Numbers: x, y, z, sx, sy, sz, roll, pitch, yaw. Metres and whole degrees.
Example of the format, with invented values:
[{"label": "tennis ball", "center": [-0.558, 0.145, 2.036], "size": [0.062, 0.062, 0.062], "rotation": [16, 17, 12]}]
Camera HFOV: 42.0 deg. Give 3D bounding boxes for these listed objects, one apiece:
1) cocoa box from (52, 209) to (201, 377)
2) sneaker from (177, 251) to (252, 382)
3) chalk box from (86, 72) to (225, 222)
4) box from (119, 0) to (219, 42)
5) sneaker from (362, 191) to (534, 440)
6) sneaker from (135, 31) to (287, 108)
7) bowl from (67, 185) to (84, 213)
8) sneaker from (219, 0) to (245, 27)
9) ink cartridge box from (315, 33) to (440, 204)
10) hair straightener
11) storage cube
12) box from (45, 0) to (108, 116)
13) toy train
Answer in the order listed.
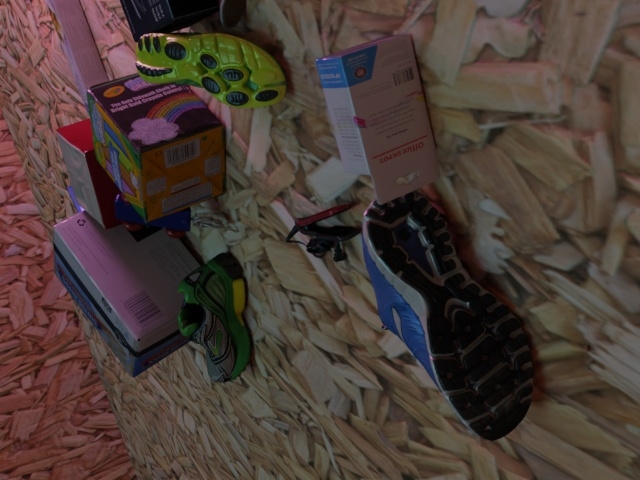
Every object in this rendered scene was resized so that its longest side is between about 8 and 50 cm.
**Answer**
[{"label": "cocoa box", "center": [-0.437, 0.096, 1.954], "size": [0.347, 0.231, 0.228], "rotation": [49, 149, 15]}, {"label": "sneaker", "center": [-0.243, 0.183, 1.808], "size": [0.134, 0.146, 0.343], "rotation": [40, 145, 41]}, {"label": "chalk box", "center": [-0.331, -0.207, 1.611], "size": [0.289, 0.180, 0.179], "rotation": [47, 148, 34]}, {"label": "box", "center": [-0.253, -0.426, 1.364], "size": [0.207, 0.108, 0.153], "rotation": [6, 117, 61]}, {"label": "sneaker", "center": [0.155, 0.098, 1.067], "size": [0.329, 0.130, 0.147], "rotation": [63, 168, 12]}, {"label": "sneaker", "center": [-0.164, -0.286, 1.327], "size": [0.296, 0.124, 0.109], "rotation": [20, 117, 32]}, {"label": "bowl", "center": [-0.582, 0.019, 2.294], "size": [0.391, 0.077, 0.391], "rotation": [58, 164, 27]}, {"label": "sneaker", "center": [-0.150, -0.391, 1.278], "size": [0.067, 0.042, 0.118], "rotation": [37, 134, 38]}, {"label": "ink cartridge box", "center": [0.072, -0.145, 1.005], "size": [0.062, 0.104, 0.181], "rotation": [14, 123, 58]}, {"label": "hair straightener", "center": [0.000, 0.000, 1.320], "size": [0.230, 0.047, 0.089], "rotation": [-14, 99, 63]}, {"label": "storage cube", "center": [-0.437, -0.162, 1.824], "size": [0.184, 0.193, 0.214], "rotation": [33, 138, 47]}, {"label": "box", "center": [-0.570, -0.455, 1.968], "size": [0.063, 0.067, 0.323], "rotation": [6, 117, 61]}, {"label": "toy train", "center": [-0.280, -0.087, 1.698], "size": [0.105, 0.248, 0.143], "rotation": [103, 176, -52]}]
